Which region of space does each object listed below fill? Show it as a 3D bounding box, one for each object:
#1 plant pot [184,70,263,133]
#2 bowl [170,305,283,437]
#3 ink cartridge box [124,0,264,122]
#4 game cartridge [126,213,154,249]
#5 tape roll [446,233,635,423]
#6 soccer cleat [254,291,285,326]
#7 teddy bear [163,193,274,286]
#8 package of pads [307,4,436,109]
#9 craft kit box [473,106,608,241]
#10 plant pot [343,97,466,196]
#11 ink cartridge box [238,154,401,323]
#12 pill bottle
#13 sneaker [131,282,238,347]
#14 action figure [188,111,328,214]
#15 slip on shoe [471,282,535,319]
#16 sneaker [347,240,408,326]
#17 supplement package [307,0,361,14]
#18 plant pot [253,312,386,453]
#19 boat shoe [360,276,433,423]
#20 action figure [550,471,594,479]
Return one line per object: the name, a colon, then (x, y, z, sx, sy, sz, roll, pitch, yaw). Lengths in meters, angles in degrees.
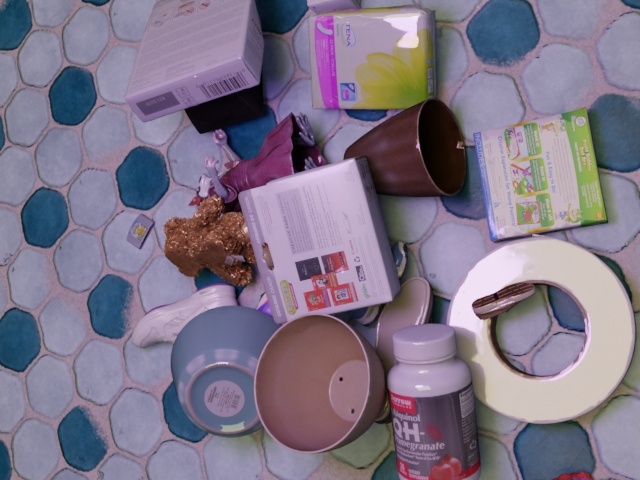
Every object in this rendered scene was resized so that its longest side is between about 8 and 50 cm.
plant pot: (-0.263, -0.402, 2.057, 0.188, 0.167, 0.188, -14, 63, 21)
bowl: (-0.201, 0.320, 1.892, 0.311, 0.163, 0.312, 1, 108, 2)
ink cartridge box: (-0.280, -0.471, 1.969, 0.308, 0.091, 0.385, -15, 46, 20)
game cartridge: (-0.477, -0.025, 2.203, 0.056, 0.017, 0.083, 31, 95, 27)
tape roll: (0.460, 0.186, 1.758, 0.391, 0.072, 0.392, -3, 81, 23)
soccer cleat: (-0.129, 0.217, 1.980, 0.116, 0.108, 0.318, 42, 97, 22)
teddy bear: (-0.217, -0.002, 1.955, 0.338, 0.245, 0.113, -24, 31, 47)
package of pads: (0.120, -0.420, 1.921, 0.296, 0.101, 0.229, 4, 109, 22)
craft kit box: (0.472, -0.138, 1.803, 0.246, 0.061, 0.250, -11, 79, 24)
plant pot: (0.174, -0.184, 1.868, 0.230, 0.215, 0.216, -11, 79, 36)
ink cartridge box: (0.000, 0.000, 1.806, 0.271, 0.130, 0.310, -13, 95, 16)
pill bottle: (0.231, 0.342, 1.730, 0.176, 0.176, 0.319, -4, 100, 22)
sneaker: (-0.334, 0.219, 2.058, 0.305, 0.114, 0.152, -25, 74, 18)
action figure: (-0.155, -0.149, 2.029, 0.370, 0.248, 0.276, -27, 113, 27)
slip on shoe: (0.384, 0.129, 1.738, 0.135, 0.051, 0.041, -23, 115, 10)
sneaker: (0.127, 0.090, 1.891, 0.081, 0.080, 0.211, 30, 94, -8)
supplement package: (0.029, -0.642, 2.021, 0.105, 0.105, 0.179, -6, 80, 21)
plant pot: (0.027, 0.311, 1.772, 0.284, 0.191, 0.284, -11, 70, 31)
boat shoe: (0.180, 0.246, 1.867, 0.112, 0.095, 0.335, 17, 85, 36)
action figure: (0.454, 0.527, 1.686, 0.280, 0.139, 0.092, -15, 79, 18)
